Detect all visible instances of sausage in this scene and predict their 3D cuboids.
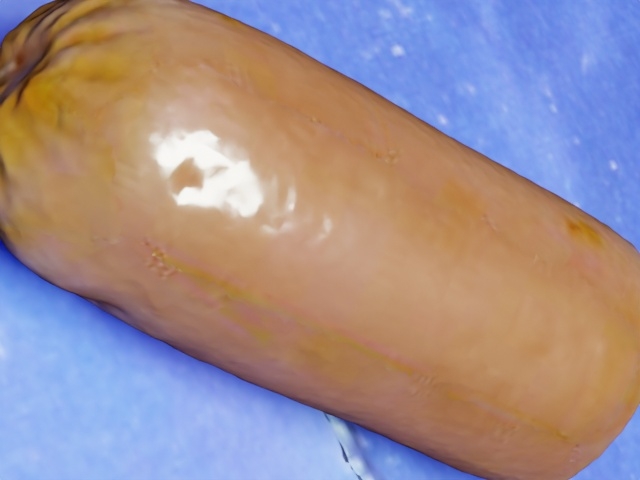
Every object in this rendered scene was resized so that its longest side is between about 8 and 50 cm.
[{"bbox_3d":[0.000,0.000,0.624,0.259,0.113,0.113,25,52,-29],"label":"sausage"}]
